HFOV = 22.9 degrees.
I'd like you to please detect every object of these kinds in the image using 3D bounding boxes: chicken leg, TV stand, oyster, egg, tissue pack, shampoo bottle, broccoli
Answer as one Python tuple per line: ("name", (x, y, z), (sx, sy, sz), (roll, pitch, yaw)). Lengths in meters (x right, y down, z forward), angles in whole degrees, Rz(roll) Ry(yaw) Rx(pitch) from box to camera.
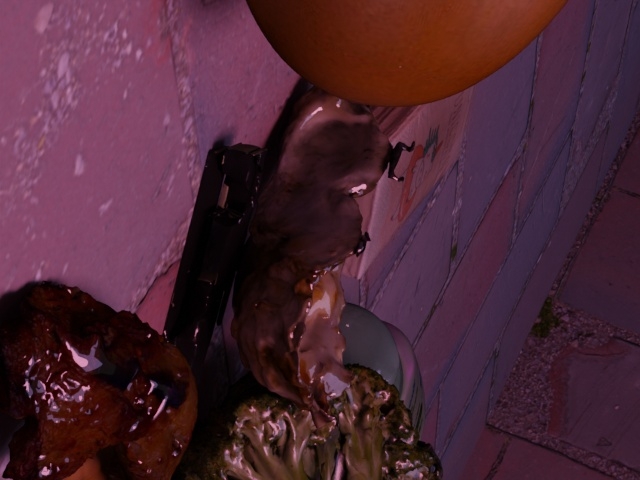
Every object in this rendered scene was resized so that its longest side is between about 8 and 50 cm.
("chicken leg", (-0.162, 0.142, 1.188), (0.177, 0.083, 0.322), (-66, 154, -10))
("TV stand", (-0.100, 0.031, 1.391), (0.036, 0.042, 0.249), (-36, 144, -67))
("oyster", (-0.001, -0.004, 1.435), (0.198, 0.133, 0.337), (111, -8, -64))
("egg", (0.076, -0.268, 1.148), (0.282, 0.282, 0.351), (-23, 134, -69))
("tissue pack", (0.095, -0.103, 1.810), (0.325, 0.071, 0.170), (-47, 152, -52))
("shampoo bottle", (0.031, 0.177, 1.815), (0.222, 0.151, 0.349), (-64, 163, -16))
("broccoli", (-0.023, 0.277, 1.544), (0.321, 0.283, 0.304), (13, 114, -44))

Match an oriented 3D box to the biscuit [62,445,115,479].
("biscuit", (-0.222, 0.318, 1.332), (0.312, 0.057, 0.351), (-43, 150, -55))
